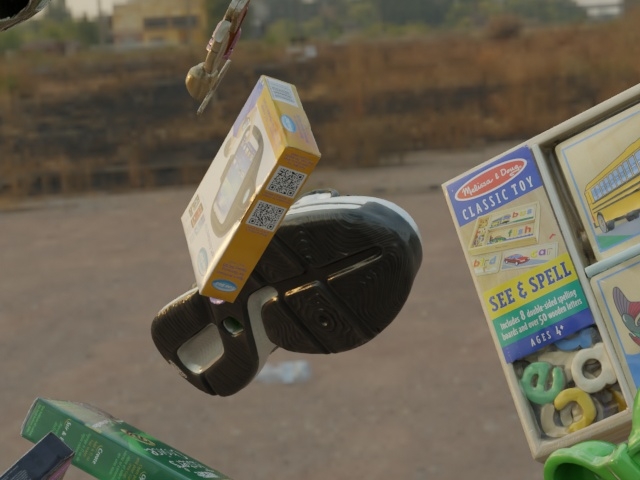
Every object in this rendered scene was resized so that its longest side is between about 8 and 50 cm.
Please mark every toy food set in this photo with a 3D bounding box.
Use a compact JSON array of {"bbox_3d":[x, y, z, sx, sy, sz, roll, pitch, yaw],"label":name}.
[{"bbox_3d":[-0.077,-0.148,1.176,0.019,0.078,0.122,27,-29,0],"label":"toy food set"}]

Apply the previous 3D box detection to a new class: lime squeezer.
[{"bbox_3d":[0.161,0.097,0.814,0.059,0.310,0.110,36,25,-18],"label":"lime squeezer"}]

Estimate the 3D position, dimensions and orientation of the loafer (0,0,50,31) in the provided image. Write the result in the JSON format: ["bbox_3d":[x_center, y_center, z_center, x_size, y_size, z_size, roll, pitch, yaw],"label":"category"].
[{"bbox_3d":[-0.171,-0.141,0.852,0.050,0.056,0.148,-17,27,44],"label":"loafer"}]

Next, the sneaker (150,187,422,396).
[{"bbox_3d":[-0.001,-0.001,1.694,0.257,0.169,0.447,-49,11,-35],"label":"sneaker"}]

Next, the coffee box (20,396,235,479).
[{"bbox_3d":[-0.156,0.194,1.358,0.184,0.040,0.113,25,-1,19],"label":"coffee box"}]

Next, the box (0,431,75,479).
[{"bbox_3d":[-0.248,0.221,1.181,0.116,0.029,0.162,-43,-11,-39],"label":"box"}]

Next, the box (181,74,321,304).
[{"bbox_3d":[-0.050,-0.026,0.981,0.028,0.136,0.081,19,30,-27],"label":"box"}]

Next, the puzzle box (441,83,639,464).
[{"bbox_3d":[0.318,-0.015,1.280,0.409,0.272,0.052,-28,-29,21],"label":"puzzle box"}]
